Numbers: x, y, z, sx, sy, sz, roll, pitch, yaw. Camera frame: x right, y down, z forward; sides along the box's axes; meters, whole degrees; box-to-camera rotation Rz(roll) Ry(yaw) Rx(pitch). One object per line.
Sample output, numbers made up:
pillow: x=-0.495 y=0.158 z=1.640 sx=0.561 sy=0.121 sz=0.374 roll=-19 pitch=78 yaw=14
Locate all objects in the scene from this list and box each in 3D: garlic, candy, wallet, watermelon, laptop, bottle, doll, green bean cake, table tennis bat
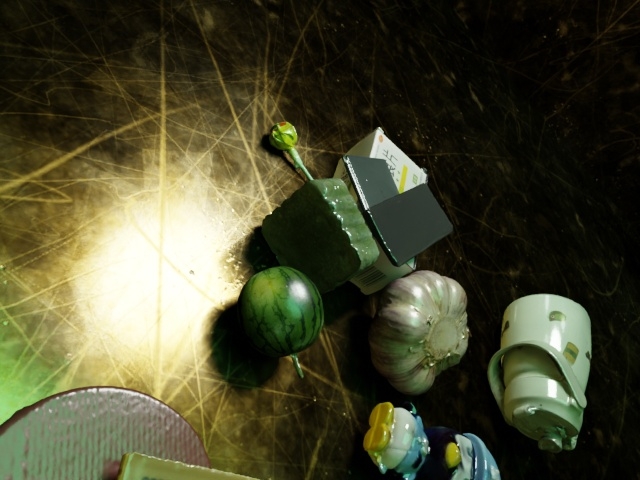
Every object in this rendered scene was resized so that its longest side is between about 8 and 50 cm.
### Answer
garlic: x=0.184 y=0.177 z=1.076 sx=0.245 sy=0.161 sz=0.244 roll=-6 pitch=98 yaw=-42
candy: x=-0.044 y=-0.170 z=1.177 sx=0.062 sy=0.058 sz=0.193 roll=-39 pitch=103 yaw=-22
wallet: x=0.177 y=-0.035 z=1.064 sx=0.244 sy=0.025 sz=0.124 roll=-26 pitch=83 yaw=-50
watermelon: x=-0.061 y=0.136 z=0.882 sx=0.141 sy=0.141 sz=0.187 roll=3 pitch=65 yaw=-43
laptop: x=0.117 y=-0.089 z=1.077 sx=0.129 sy=0.016 sz=0.180 roll=-2 pitch=66 yaw=-44
bottle: x=0.516 y=0.310 z=1.275 sx=0.229 sy=0.229 sz=0.351 roll=42 pitch=45 yaw=-15
doll: x=0.216 y=0.406 z=0.964 sx=0.314 sy=0.141 sz=0.177 roll=36 pitch=47 yaw=-16
green bean cake: x=0.000 y=0.000 z=0.996 sx=0.094 sy=0.183 sz=0.184 roll=-14 pitch=73 yaw=-49
table tennis bat: x=-0.303 y=0.298 z=0.607 sx=0.415 sy=0.051 sz=0.267 roll=13 pitch=57 yaw=-40

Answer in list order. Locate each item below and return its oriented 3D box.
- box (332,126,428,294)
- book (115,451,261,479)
box: x=0.115 y=-0.071 z=1.184 sx=0.173 sy=0.145 sz=0.332 roll=38 pitch=44 yaw=-21
book: x=-0.154 y=0.467 z=0.613 sx=0.269 sy=0.032 sz=0.388 roll=28 pitch=53 yaw=-33
